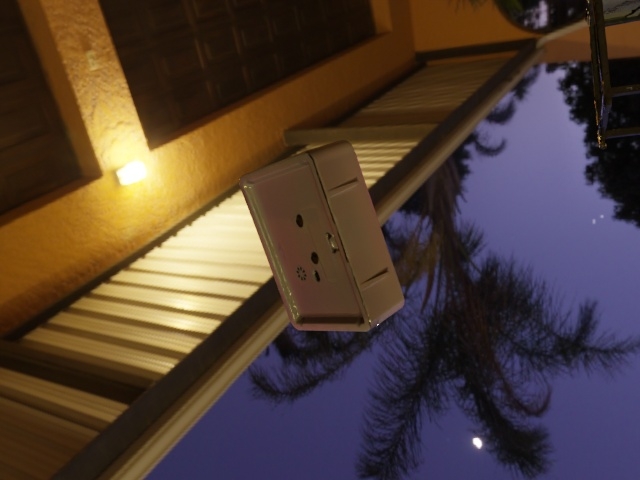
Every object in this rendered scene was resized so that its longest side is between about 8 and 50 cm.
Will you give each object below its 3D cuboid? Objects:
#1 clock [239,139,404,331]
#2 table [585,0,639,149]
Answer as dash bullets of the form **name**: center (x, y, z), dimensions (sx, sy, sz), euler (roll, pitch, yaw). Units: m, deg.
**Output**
- **clock**: center (0.000, 0.000, 0.668), dimensions (0.063, 0.197, 0.150), euler (-25, -171, -37)
- **table**: center (0.644, -0.335, 1.012), dimensions (0.335, 0.272, 0.222), euler (-4, 167, 23)
